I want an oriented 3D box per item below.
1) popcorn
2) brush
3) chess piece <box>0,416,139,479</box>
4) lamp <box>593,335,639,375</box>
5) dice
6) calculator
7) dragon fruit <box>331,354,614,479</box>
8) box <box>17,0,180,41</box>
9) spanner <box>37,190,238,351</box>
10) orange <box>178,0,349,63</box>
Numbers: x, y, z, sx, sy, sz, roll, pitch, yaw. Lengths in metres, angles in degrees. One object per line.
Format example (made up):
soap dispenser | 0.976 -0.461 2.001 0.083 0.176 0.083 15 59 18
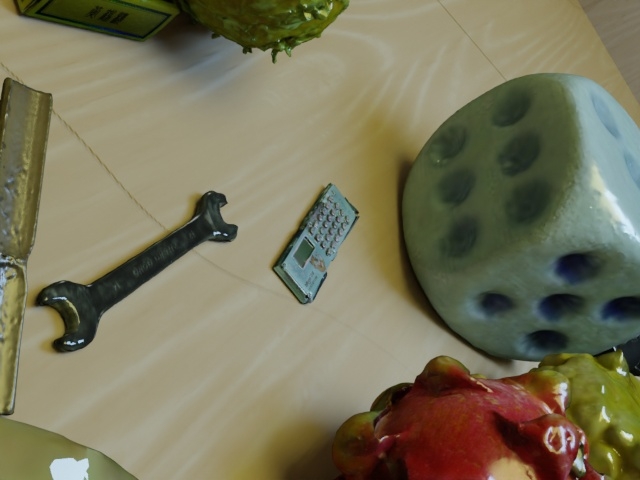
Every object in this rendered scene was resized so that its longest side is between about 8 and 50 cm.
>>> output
popcorn | 0.325 0.241 0.965 0.249 0.225 0.249 30 41 -31
brush | -0.222 0.000 0.592 0.043 0.036 0.248 19 58 -40
chess piece | -0.187 0.284 0.257 0.234 0.234 0.442 31 43 -37
lamp | 0.419 0.149 1.253 0.227 0.147 0.172 -9 60 -47
dice | 0.278 -0.025 1.059 0.262 0.265 0.268 35 42 -34
calculator | 0.000 0.000 0.898 0.057 0.018 0.172 50 36 -14
dragon fruit | 0.116 0.239 0.688 0.243 0.227 0.307 25 50 -35
box | -0.227 -0.299 0.776 0.141 0.064 0.220 0 67 -55
spanner | -0.139 0.016 0.701 0.054 0.015 0.254 57 34 -6
orange | -0.058 -0.337 0.814 0.301 0.223 0.300 -126 -163 -57
